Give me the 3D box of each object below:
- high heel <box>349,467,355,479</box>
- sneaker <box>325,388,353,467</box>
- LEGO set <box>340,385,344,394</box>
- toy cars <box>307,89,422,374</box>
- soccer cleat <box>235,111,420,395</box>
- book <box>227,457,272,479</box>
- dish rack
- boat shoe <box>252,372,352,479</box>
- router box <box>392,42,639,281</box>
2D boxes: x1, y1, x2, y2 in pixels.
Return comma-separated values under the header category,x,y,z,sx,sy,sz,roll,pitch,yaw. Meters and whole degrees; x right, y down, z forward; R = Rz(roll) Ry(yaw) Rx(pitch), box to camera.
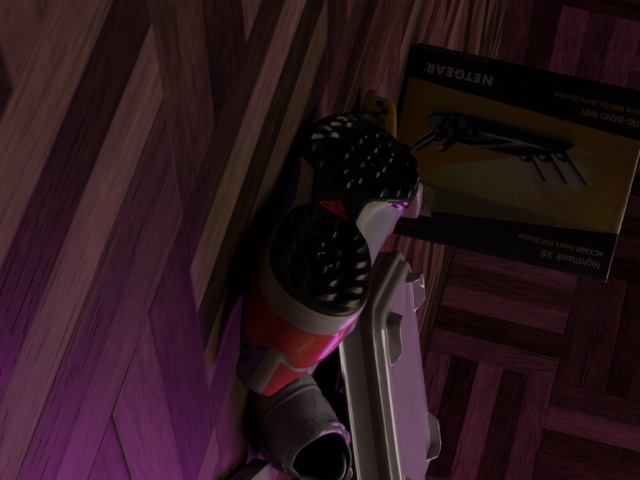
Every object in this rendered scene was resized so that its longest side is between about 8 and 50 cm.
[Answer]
category,x,y,z,sx,sy,sz,roll,pitch,yaw
high heel,0.028,0.320,2.278,0.117,0.082,0.244,64,22,12
sneaker,0.013,0.243,2.018,0.071,0.068,0.170,-51,-175,25
LEGO set,0.070,0.181,2.291,0.244,0.060,0.182,-33,140,-80
toy cars,0.037,-0.004,1.573,0.393,0.087,0.176,-63,165,-60
soccer cleat,0.000,0.000,1.333,0.116,0.109,0.318,-57,-174,32
book,-0.074,0.251,1.446,0.144,0.035,0.096,-20,120,-80
dish rack,0.091,0.184,2.016,0.285,0.072,0.332,-58,143,-70
boat shoe,-0.011,0.194,1.512,0.081,0.079,0.227,58,-6,24
router box,0.245,-0.102,2.100,0.081,0.309,0.242,-61,163,-75
